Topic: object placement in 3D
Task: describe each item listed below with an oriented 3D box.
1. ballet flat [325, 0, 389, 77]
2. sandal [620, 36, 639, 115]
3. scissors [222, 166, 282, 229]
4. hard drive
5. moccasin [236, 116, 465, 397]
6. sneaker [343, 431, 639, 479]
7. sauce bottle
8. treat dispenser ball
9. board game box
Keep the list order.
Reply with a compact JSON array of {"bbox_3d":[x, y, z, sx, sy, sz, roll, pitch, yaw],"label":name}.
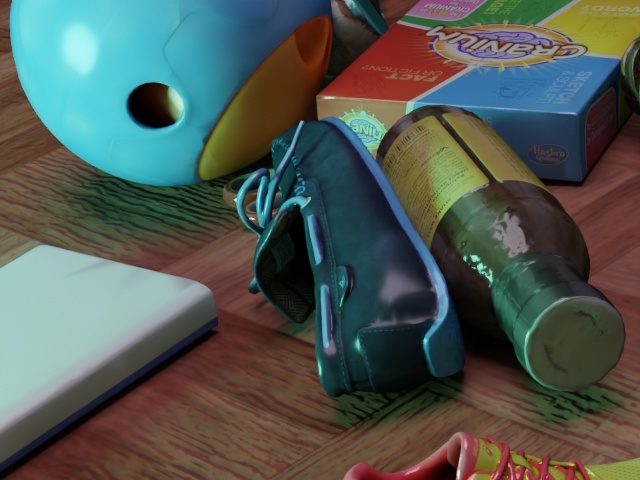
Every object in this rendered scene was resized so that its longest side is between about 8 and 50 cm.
[{"bbox_3d":[0.000,-0.234,1.903,0.147,0.147,0.409,-11,22,3],"label":"ballet flat"},{"bbox_3d":[0.307,-0.140,1.569,0.086,0.120,0.303,-32,14,25],"label":"sandal"},{"bbox_3d":[0.047,-0.076,1.639,0.297,0.021,0.109,-22,25,-23],"label":"scissors"},{"bbox_3d":[-0.259,0.104,1.365,0.210,0.040,0.318,12,34,41],"label":"hard drive"},{"bbox_3d":[0.000,0.000,1.357,0.117,0.138,0.342,-20,24,-6],"label":"moccasin"},{"bbox_3d":[0.106,0.148,1.037,0.208,0.094,0.081,-12,23,-3],"label":"sneaker"},{"bbox_3d":[0.124,0.002,1.321,0.111,0.111,0.344,-15,25,-5],"label":"sauce bottle"},{"bbox_3d":[-0.132,-0.192,1.643,0.288,0.288,0.288,-10,25,5],"label":"treat dispenser ball"},{"bbox_3d":[0.172,-0.156,1.667,0.242,0.064,0.316,6,30,25],"label":"board game box"}]
